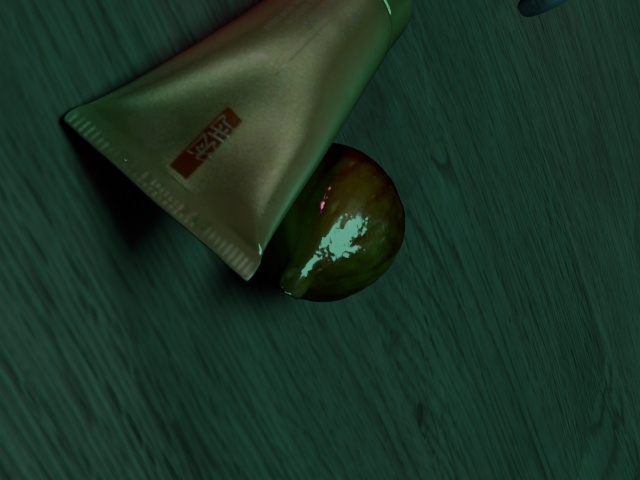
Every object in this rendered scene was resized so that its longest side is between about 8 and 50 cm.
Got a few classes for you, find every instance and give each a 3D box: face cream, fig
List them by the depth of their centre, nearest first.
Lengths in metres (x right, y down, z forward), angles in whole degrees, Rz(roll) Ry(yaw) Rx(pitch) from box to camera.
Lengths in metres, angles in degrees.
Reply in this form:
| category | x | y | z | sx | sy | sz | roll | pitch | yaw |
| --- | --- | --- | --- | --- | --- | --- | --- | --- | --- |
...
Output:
| category | x | y | z | sx | sy | sz | roll | pitch | yaw |
| --- | --- | --- | --- | --- | --- | --- | --- | --- | --- |
| face cream | -0.029 | -0.105 | 0.828 | 0.137 | 0.084 | 0.341 | 42 | 38 | -4 |
| fig | 0.000 | 0.000 | 0.843 | 0.109 | 0.103 | 0.155 | 44 | 33 | -17 |

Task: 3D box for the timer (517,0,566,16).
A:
| category | x | y | z | sx | sy | sz | roll | pitch | yaw |
| --- | --- | --- | --- | --- | --- | --- | --- | --- | --- |
| timer | 0.113 | -0.358 | 0.964 | 0.395 | 0.173 | 0.395 | 38 | 38 | -37 |
